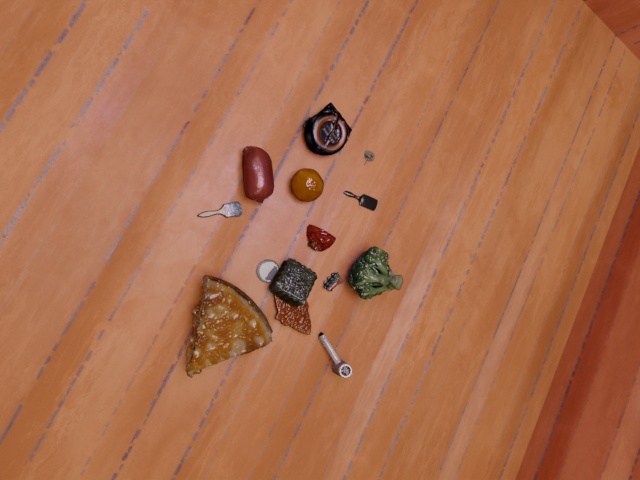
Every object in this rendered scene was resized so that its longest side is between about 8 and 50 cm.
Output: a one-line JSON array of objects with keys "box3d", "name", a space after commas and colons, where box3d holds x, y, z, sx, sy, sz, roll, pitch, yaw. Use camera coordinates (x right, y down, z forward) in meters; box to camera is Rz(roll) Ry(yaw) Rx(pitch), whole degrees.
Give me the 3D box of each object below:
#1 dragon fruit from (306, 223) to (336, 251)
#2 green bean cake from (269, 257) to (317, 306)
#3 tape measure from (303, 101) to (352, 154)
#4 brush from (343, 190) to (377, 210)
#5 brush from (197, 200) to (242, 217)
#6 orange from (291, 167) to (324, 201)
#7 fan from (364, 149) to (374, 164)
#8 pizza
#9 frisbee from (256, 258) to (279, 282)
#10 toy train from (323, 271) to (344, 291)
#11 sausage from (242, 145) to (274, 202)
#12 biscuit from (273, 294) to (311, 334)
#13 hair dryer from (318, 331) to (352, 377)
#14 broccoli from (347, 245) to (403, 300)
[{"box3d": [0.000, 0.000, 1.935, 0.162, 0.083, 0.106, 31, 83, -21], "name": "dragon fruit"}, {"box3d": [-0.120, 0.192, 1.857, 0.173, 0.094, 0.181, 35, 63, -15], "name": "green bean cake"}, {"box3d": [0.028, -0.508, 1.913, 0.223, 0.135, 0.202, -47, 116, -12], "name": "tape measure"}, {"box3d": [0.201, -0.210, 2.040, 0.194, 0.016, 0.062, 22, 83, -20], "name": "brush"}, {"box3d": [-0.447, -0.126, 1.796, 0.197, 0.021, 0.070, -12, 95, -18], "name": "brush"}, {"box3d": [-0.059, -0.257, 1.878, 0.159, 0.136, 0.158, -2, 94, -22], "name": "orange"}, {"box3d": [0.249, -0.418, 2.063, 0.060, 0.003, 0.080, 1, 90, -20], "name": "fan"}, {"box3d": [-0.450, 0.392, 1.744, 0.406, 0.130, 0.440, -46, 116, -14], "name": "pizza"}, {"box3d": [-0.242, 0.141, 1.877, 0.110, 0.014, 0.110, 0, 89, -21], "name": "frisbee"}, {"box3d": [0.061, 0.204, 1.980, 0.103, 0.044, 0.064, -44, 115, -15], "name": "toy train"}, {"box3d": [-0.276, -0.292, 1.794, 0.148, 0.148, 0.254, -1, 90, -21], "name": "sausage"}, {"box3d": [-0.127, 0.328, 1.906, 0.183, 0.043, 0.280, -39, 105, -20], "name": "biscuit"}, {"box3d": [0.065, 0.544, 1.951, 0.073, 0.131, 0.236, -28, 86, -15], "name": "hair dryer"}, {"box3d": [0.264, 0.163, 1.938, 0.270, 0.270, 0.269, -17, 114, -44], "name": "broccoli"}]
